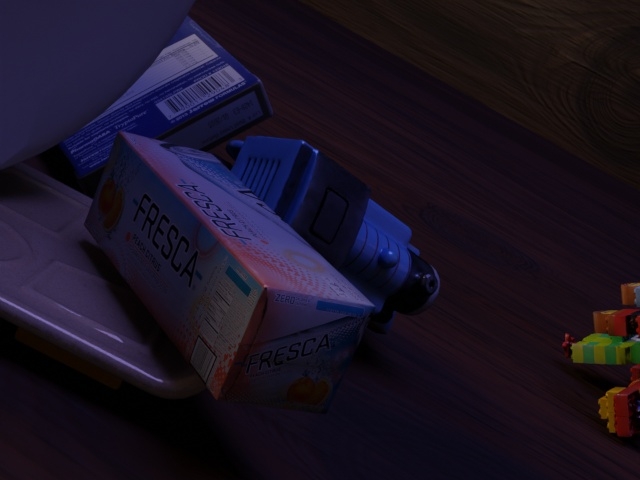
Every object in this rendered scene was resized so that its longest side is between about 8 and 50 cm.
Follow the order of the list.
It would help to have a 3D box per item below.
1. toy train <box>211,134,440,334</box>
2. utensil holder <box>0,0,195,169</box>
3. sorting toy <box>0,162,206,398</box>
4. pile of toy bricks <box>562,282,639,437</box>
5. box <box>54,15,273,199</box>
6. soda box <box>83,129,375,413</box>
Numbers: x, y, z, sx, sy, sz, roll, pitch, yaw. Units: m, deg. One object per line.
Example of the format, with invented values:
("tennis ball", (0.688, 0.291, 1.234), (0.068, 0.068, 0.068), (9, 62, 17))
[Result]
("toy train", (0.000, 0.000, 0.750), (0.105, 0.080, 0.184), (12, -17, 48))
("utensil holder", (-0.278, -0.248, 0.631), (0.385, 0.327, 0.327), (36, 17, 29))
("sorting toy", (-0.140, 0.012, 0.630), (0.208, 0.038, 0.193), (23, 15, -1))
("pile of toy bricks", (0.250, 0.088, 0.972), (0.105, 0.118, 0.212), (-1, 6, 36))
("box", (-0.140, -0.112, 0.867), (0.225, 0.136, 0.036), (48, -16, 50))
("soda box", (-0.051, 0.010, 0.582), (0.063, 0.058, 0.183), (13, 19, -36))
